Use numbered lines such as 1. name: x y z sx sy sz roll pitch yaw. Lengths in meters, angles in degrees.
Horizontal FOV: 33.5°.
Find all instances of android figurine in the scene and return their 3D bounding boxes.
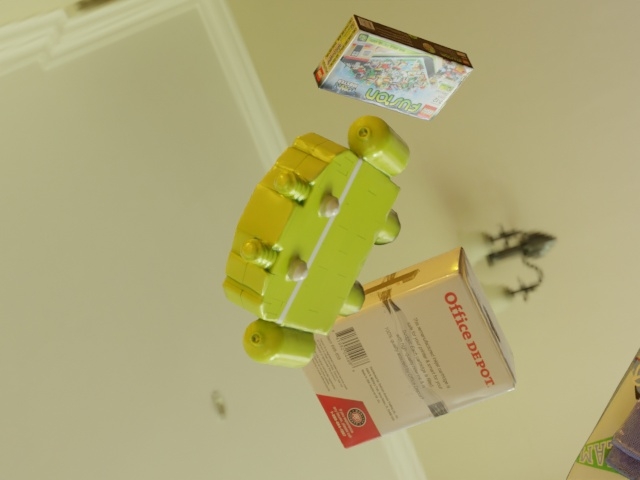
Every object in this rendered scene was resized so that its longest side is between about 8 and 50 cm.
1. android figurine: 0.000 0.000 0.980 0.248 0.056 0.273 -62 -22 -1

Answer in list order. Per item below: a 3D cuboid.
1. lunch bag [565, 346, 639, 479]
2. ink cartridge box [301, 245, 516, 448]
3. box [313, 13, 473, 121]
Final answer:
1. lunch bag: 0.303 0.105 0.775 0.115 0.303 0.243 29 -175 34
2. ink cartridge box: 0.122 0.155 1.536 0.197 0.273 0.114 63 -162 -15
3. box: 0.106 -0.245 1.532 0.207 0.114 0.036 11 -136 -32
